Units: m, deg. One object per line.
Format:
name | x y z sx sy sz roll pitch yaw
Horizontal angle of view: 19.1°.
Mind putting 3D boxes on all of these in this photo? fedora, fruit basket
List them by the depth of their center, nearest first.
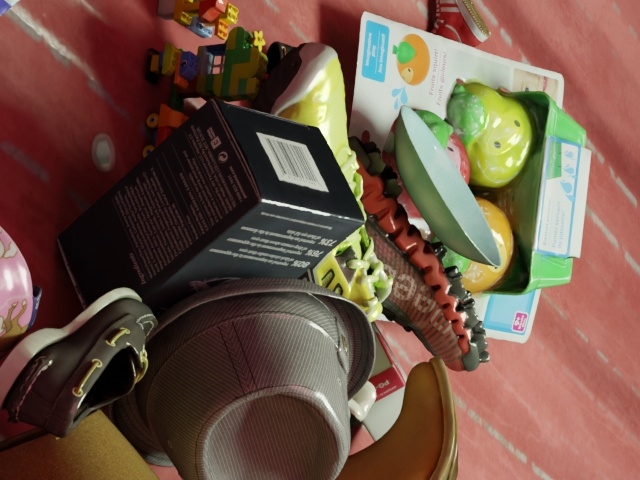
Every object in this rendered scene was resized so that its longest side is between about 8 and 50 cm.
fedora | -0.053 0.156 1.634 0.275 0.244 0.124 87 -15 -50
fruit basket | 0.155 -0.061 2.120 0.353 0.165 0.327 13 82 -50

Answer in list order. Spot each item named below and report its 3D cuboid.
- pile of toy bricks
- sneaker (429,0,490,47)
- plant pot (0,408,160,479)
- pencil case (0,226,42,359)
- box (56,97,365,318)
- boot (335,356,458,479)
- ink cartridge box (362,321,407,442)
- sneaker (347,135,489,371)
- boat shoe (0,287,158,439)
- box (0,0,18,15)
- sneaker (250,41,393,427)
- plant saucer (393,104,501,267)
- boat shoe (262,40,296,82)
pile of toy bricks | -0.090 -0.151 1.766 0.118 0.105 0.212 28 63 -56
sneaker | 0.148 -0.272 2.262 0.042 0.067 0.118 10 48 -57
plant pot | -0.181 0.269 1.479 0.237 0.237 0.254 -24 94 -58
pencil case | -0.343 0.120 1.258 0.167 0.160 0.386 46 42 -9
box | -0.094 -0.008 1.615 0.153 0.207 0.108 12 46 -54
boot | 0.021 0.238 1.829 0.109 0.220 0.283 79 15 -66
ink cartridge box | 0.063 0.159 1.992 0.150 0.063 0.109 60 2 -38
sneaker | 0.065 0.034 1.954 0.276 0.135 0.097 55 6 -10
boat shoe | -0.174 0.097 1.450 0.081 0.069 0.228 -60 170 20
box | -0.246 -0.261 1.457 0.137 0.072 0.126 -44 131 -20
sneaker | 0.000 0.000 1.768 0.145 0.147 0.384 -47 146 -57
plant saucer | 0.121 -0.048 1.951 0.195 0.037 0.195 55 12 -18
boat shoe | -0.048 -0.135 1.903 0.042 0.049 0.133 21 74 -28
